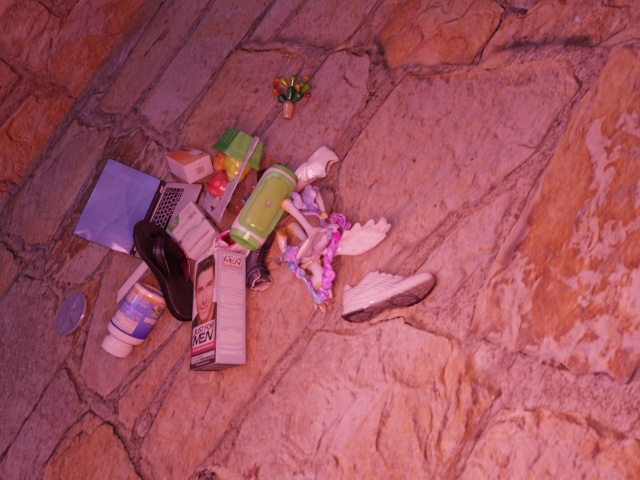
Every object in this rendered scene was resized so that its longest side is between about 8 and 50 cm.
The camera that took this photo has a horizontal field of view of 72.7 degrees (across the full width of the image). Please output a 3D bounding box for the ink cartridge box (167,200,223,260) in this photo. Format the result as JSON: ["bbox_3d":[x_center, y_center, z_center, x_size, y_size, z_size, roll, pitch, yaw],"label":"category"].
[{"bbox_3d":[-0.500,-0.033,1.755,0.153,0.087,0.208,-46,59,4],"label":"ink cartridge box"}]

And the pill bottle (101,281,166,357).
[{"bbox_3d":[-0.725,0.310,1.694,0.152,0.152,0.272,28,84,37],"label":"pill bottle"}]

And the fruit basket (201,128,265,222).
[{"bbox_3d":[-0.362,-0.262,1.744,0.327,0.165,0.353,31,102,59],"label":"fruit basket"}]

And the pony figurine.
[{"bbox_3d":[0.000,0.000,1.376,0.351,0.303,0.363,-56,49,38],"label":"pony figurine"}]

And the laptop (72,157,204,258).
[{"bbox_3d":[-0.787,-0.133,1.889,0.408,0.236,0.382,8,72,33],"label":"laptop"}]

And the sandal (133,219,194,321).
[{"bbox_3d":[-0.558,0.091,1.650,0.107,0.167,0.445,-41,74,27],"label":"sandal"}]

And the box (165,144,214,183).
[{"bbox_3d":[-0.579,-0.340,1.923,0.130,0.091,0.170,-35,47,-30],"label":"box"}]

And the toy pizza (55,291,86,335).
[{"bbox_3d":[-1.141,0.338,1.999,0.201,0.032,0.201,-12,62,24],"label":"toy pizza"}]

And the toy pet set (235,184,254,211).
[{"bbox_3d":[-0.290,-0.162,1.717,0.122,0.065,0.114,-44,53,6],"label":"toy pet set"}]

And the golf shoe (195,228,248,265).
[{"bbox_3d":[-0.368,0.027,1.629,0.306,0.140,0.115,-29,58,17],"label":"golf shoe"}]

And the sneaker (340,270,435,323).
[{"bbox_3d":[0.186,0.140,1.273,0.297,0.111,0.129,-21,53,20],"label":"sneaker"}]

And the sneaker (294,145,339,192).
[{"bbox_3d":[-0.021,-0.249,1.601,0.094,0.080,0.212,41,90,25],"label":"sneaker"}]

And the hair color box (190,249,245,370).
[{"bbox_3d":[-0.347,0.240,1.480,0.185,0.114,0.374,-27,58,43],"label":"hair color box"}]

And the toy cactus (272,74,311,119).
[{"bbox_3d":[-0.125,-0.599,1.825,0.219,0.112,0.180,10,92,31],"label":"toy cactus"}]

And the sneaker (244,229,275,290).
[{"bbox_3d":[-0.202,0.071,1.533,0.226,0.086,0.163,-58,42,7],"label":"sneaker"}]

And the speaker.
[{"bbox_3d":[-0.193,-0.115,1.503,0.131,0.131,0.296,16,69,35],"label":"speaker"}]

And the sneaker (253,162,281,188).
[{"bbox_3d":[-0.186,-0.203,1.665,0.118,0.083,0.222,-27,55,17],"label":"sneaker"}]

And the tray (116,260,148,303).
[{"bbox_3d":[-0.739,0.130,1.764,0.270,0.030,0.145,-44,19,20],"label":"tray"}]
